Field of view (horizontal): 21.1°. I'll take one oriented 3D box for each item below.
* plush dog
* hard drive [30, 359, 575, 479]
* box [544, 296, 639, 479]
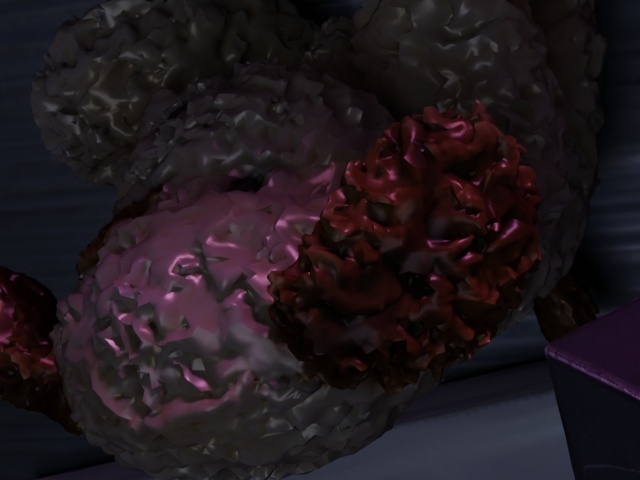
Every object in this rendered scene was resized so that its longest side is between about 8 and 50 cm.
[{"bbox_3d":[0.000,0.000,0.573,0.262,0.225,0.210,-20,105,39],"label":"plush dog"},{"bbox_3d":[0.049,0.181,0.749,0.353,0.047,0.233,-16,104,25],"label":"hard drive"},{"bbox_3d":[0.224,0.056,0.463,0.165,0.270,0.143,27,137,58],"label":"box"}]
